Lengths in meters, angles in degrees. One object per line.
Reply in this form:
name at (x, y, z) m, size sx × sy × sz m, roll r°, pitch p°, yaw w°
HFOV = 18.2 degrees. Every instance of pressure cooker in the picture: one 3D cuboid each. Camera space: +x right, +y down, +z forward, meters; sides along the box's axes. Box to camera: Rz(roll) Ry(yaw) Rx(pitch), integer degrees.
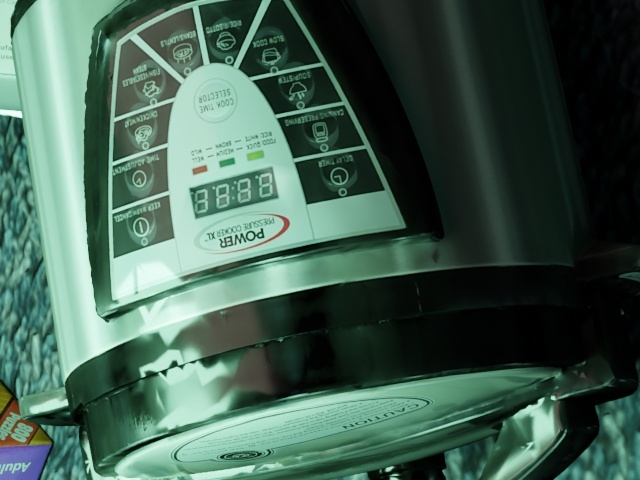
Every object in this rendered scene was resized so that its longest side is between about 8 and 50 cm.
pressure cooker at (0.004, 0.000, 1.316) m, size 0.370 × 0.375 × 0.420 m, roll -31°, pitch 66°, yaw 58°

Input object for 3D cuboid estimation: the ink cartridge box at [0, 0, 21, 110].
ink cartridge box at (-0.289, -0.280, 1.742) m, size 0.223 × 0.129 × 0.307 m, roll 171°, pitch 102°, yaw -70°

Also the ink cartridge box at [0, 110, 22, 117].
ink cartridge box at (-0.310, -0.146, 1.878) m, size 0.083 × 0.028 × 0.048 m, roll 12°, pitch 101°, yaw 2°

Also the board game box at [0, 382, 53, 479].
board game box at (-0.536, 0.242, 1.884) m, size 0.356 × 0.356 × 0.357 m, roll 41°, pitch 117°, yaw 39°

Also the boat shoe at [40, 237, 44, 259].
boat shoe at (-0.137, -0.087, 1.642) m, size 0.120 × 0.122 × 0.324 m, roll 26°, pitch 107°, yaw 38°
